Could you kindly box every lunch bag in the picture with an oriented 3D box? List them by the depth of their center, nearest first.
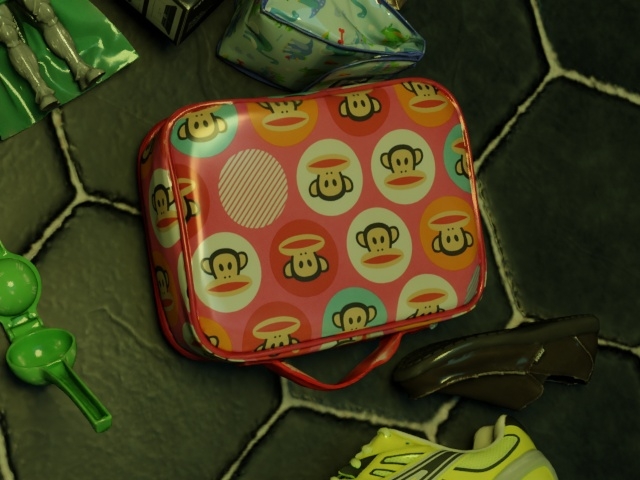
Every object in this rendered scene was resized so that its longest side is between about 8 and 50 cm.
[{"bbox_3d":[0.000,0.000,1.192,0.293,0.120,0.258,-8,86,-24],"label":"lunch bag"},{"bbox_3d":[0.002,-0.178,1.212,0.151,0.129,0.096,23,72,-18],"label":"lunch bag"}]

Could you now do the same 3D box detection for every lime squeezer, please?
[{"bbox_3d":[-0.245,0.049,1.099,0.059,0.110,0.310,-30,63,-7],"label":"lime squeezer"}]

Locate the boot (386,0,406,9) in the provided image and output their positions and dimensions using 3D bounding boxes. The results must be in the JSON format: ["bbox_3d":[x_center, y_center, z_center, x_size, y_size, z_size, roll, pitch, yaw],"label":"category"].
[{"bbox_3d":[0.070,-0.277,1.305,0.106,0.037,0.114,-24,89,-11],"label":"boot"}]

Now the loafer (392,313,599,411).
[{"bbox_3d":[0.171,0.120,1.267,0.220,0.080,0.078,-10,86,-24],"label":"loafer"}]

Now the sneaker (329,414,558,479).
[{"bbox_3d":[0.033,0.248,1.181,0.384,0.145,0.147,-4,64,-25],"label":"sneaker"}]

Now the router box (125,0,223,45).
[{"bbox_3d":[-0.111,-0.359,1.193,0.243,0.081,0.309,40,69,1],"label":"router box"}]

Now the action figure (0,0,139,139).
[{"bbox_3d":[-0.270,-0.218,1.146,0.137,0.063,0.232,-35,93,-20],"label":"action figure"}]
